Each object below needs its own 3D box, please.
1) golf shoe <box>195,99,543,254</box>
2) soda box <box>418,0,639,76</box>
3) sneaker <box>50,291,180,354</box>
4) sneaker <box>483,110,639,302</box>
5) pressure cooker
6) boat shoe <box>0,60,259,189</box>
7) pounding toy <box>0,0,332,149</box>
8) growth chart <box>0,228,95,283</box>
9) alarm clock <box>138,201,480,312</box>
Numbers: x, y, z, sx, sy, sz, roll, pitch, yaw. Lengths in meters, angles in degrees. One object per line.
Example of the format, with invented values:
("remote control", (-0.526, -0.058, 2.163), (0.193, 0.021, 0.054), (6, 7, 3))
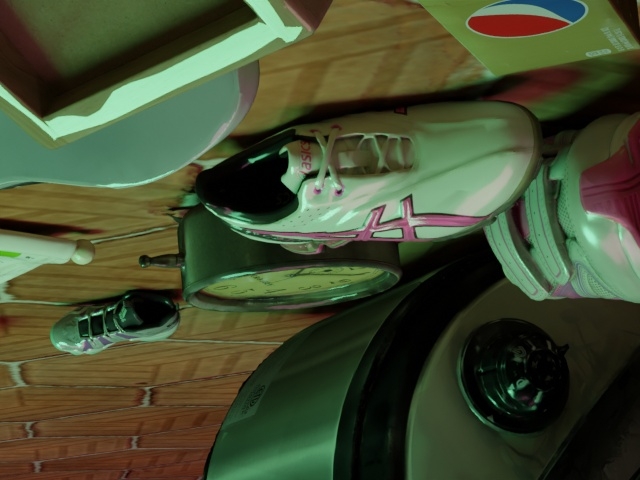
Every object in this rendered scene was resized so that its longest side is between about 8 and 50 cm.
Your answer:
("golf shoe", (0.023, -0.031, 0.902), (0.186, 0.067, 0.086), (-14, 166, 34))
("soda box", (0.056, -0.108, 0.573), (0.058, 0.061, 0.181), (-9, 167, 20))
("sneaker", (-0.151, 0.056, 1.316), (0.098, 0.038, 0.069), (-13, 168, -11))
("sneaker", (0.140, -0.009, 0.951), (0.111, 0.103, 0.252), (-5, 173, 10))
("pressure cooker", (0.136, 0.194, 1.290), (0.375, 0.370, 0.420), (4, 164, -25))
("boat shoe", (-0.107, -0.056, 0.730), (0.228, 0.080, 0.076), (-18, -169, 36))
("pounding toy", (-0.052, -0.094, 0.463), (0.130, 0.100, 0.141), (-18, 127, 45))
("growth chart", (-0.257, 0.021, 1.139), (0.172, 0.021, 0.237), (5, 164, -35))
("alarm clock", (0.000, 0.000, 1.046), (0.192, 0.064, 0.129), (-6, 168, 12))
